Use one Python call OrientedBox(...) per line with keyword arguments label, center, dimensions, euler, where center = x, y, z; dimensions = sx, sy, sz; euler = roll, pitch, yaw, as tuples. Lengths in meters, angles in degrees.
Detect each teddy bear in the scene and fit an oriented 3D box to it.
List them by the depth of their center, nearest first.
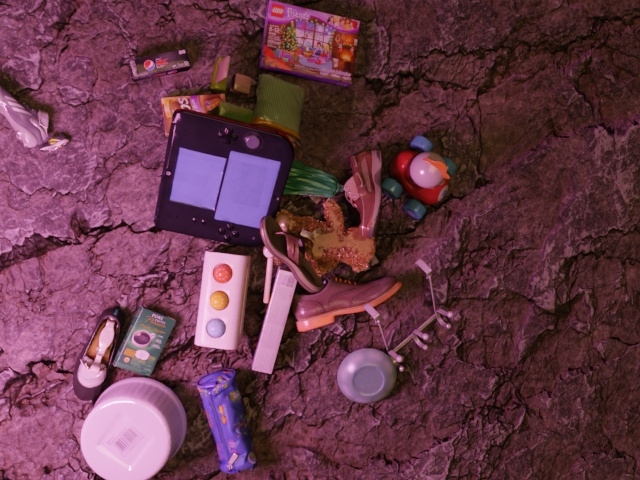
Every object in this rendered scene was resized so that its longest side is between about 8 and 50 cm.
OrientedBox(label="teddy bear", center=(0.000, 0.000, 1.852), dimensions=(0.338, 0.113, 0.245), euler=(-12, 89, -7))

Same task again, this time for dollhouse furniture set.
OrientedBox(label="dollhouse furniture set", center=(-0.160, -0.405, 1.729), dimensions=(0.301, 0.151, 0.198), euler=(12, 85, -27))

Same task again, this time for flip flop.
OrientedBox(label="flip flop", center=(-0.073, 0.033, 1.721), dimensions=(0.080, 0.112, 0.277), euler=(-34, 101, 27))

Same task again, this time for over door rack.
OrientedBox(label="over door rack", center=(0.291, 0.253, 1.862), dimensions=(0.239, 0.108, 0.324), euler=(-39, 133, -12))

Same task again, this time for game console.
OrientedBox(label="game console", center=(-0.275, -0.162, 1.685), dimensions=(0.342, 0.060, 0.386), euler=(10, 122, -17))

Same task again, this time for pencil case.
OrientedBox(label="pencil case", center=(-0.276, 0.542, 1.765), dimensions=(0.119, 0.133, 0.306), euler=(-13, 94, 8))

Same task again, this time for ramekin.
OrientedBox(label="ramekin", center=(-0.525, 0.536, 1.657), dimensions=(0.277, 0.135, 0.277), euler=(0, 95, 0))

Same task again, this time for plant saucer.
OrientedBox(label="plant saucer", center=(0.152, 0.443, 1.903), dimensions=(0.195, 0.037, 0.195), euler=(-1, 103, -4))

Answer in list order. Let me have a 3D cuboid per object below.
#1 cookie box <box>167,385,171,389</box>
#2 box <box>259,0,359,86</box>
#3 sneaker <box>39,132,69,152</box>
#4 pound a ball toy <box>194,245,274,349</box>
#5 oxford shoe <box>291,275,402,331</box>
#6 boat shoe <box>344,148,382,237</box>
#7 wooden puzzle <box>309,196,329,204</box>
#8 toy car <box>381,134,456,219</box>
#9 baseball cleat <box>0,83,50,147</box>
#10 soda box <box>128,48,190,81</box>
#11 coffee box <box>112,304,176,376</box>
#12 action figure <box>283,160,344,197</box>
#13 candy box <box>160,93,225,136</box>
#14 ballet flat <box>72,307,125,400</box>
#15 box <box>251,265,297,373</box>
OrientedBox(label="cookie box", center=(-0.478, 0.494, 1.751), dimensions=(0.091, 0.040, 0.107), euler=(-9, 93, -14))
OrientedBox(label="box", center=(-0.033, -0.605, 1.839), dimensions=(0.293, 0.057, 0.201), euler=(7, 89, -16))
OrientedBox(label="sneaker", center=(-0.749, -0.274, 1.665), dimensions=(0.083, 0.031, 0.035), euler=(-25, 84, -18))
OrientedBox(label="pound a ball toy", center=(-0.244, 0.153, 1.731), dimensions=(0.208, 0.136, 0.319), euler=(7, 90, 3))
OrientedBox(label="oxford shoe", center=(0.083, 0.165, 1.860), dimensions=(0.363, 0.130, 0.133), euler=(-19, 89, -16))
OrientedBox(label="boat shoe", center=(0.131, -0.145, 1.826), dimensions=(0.116, 0.123, 0.324), euler=(1, 52, 5))
OrientedBox(label="wooden puzzle", center=(-0.012, -0.148, 1.883), dimensions=(0.083, 0.006, 0.049), euler=(45, 80, -12))
OrientedBox(label="toy car", center=(0.342, -0.203, 1.862), dimensions=(0.210, 0.238, 0.219), euler=(39, 82, -13))
OrientedBox(label="baseball cleat", center=(-0.818, -0.356, 1.630), dimensions=(0.109, 0.072, 0.206), euler=(-33, 101, -30))
OrientedBox(label="soda box", center=(-0.466, -0.507, 1.719), dimensions=(0.169, 0.060, 0.053), euler=(-16, 97, -15))
OrientedBox(label="coffee box", center=(-0.511, 0.292, 1.727), dimensions=(0.113, 0.040, 0.184), euler=(26, 85, -29))
OrientedBox(label="action figure", center=(-0.034, -0.180, 1.841), dimensions=(0.232, 0.063, 0.137), euler=(11, 74, -11))
OrientedBox(label="candy box", center=(-0.370, -0.370, 1.754), dimensions=(0.186, 0.053, 0.109), euler=(-8, 94, -15))
OrientedBox(label="ballet flat", center=(-0.632, 0.325, 1.675), dimensions=(0.095, 0.096, 0.280), euler=(18, 87, -18))
OrientedBox(label="box", center=(-0.138, 0.239, 1.802), dimensions=(0.067, 0.063, 0.324), euler=(14, 96, -8))
